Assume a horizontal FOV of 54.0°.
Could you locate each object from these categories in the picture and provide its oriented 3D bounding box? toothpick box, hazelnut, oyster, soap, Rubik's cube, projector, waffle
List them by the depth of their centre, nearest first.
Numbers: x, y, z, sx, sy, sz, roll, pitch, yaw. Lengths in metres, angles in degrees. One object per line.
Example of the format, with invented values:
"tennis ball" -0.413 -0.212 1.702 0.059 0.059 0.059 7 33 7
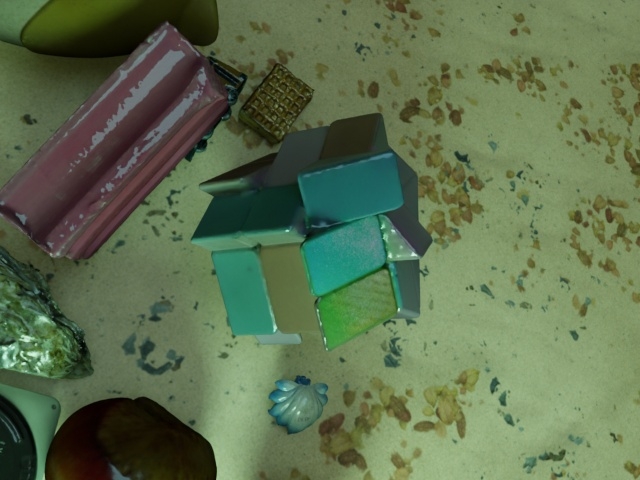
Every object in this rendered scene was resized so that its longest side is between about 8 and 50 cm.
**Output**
"projector" -0.503 0.308 0.836 0.257 0.079 0.258 29 50 -36
"hazelnut" -0.275 0.347 0.925 0.252 0.217 0.217 32 64 -38
"oyster" -0.487 0.104 0.943 0.351 0.158 0.162 41 107 -16
"soap" -0.301 -0.139 0.970 0.128 0.233 0.359 42 83 -5
"toothpick box" -0.375 -0.499 0.994 0.426 0.409 0.408 0 76 -26
"Rubik's cube" 0.000 0.000 1.061 0.368 0.359 0.386 27 59 -60
"waffle" -0.086 -0.271 1.253 0.102 0.042 0.148 37 65 -11

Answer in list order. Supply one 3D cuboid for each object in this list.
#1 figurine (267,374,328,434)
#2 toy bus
"figurine" -0.041 0.294 1.107 0.114 0.079 0.114 -11 117 -23
"toy bus" -0.222 -0.249 1.166 0.103 0.091 0.182 34 68 -8
